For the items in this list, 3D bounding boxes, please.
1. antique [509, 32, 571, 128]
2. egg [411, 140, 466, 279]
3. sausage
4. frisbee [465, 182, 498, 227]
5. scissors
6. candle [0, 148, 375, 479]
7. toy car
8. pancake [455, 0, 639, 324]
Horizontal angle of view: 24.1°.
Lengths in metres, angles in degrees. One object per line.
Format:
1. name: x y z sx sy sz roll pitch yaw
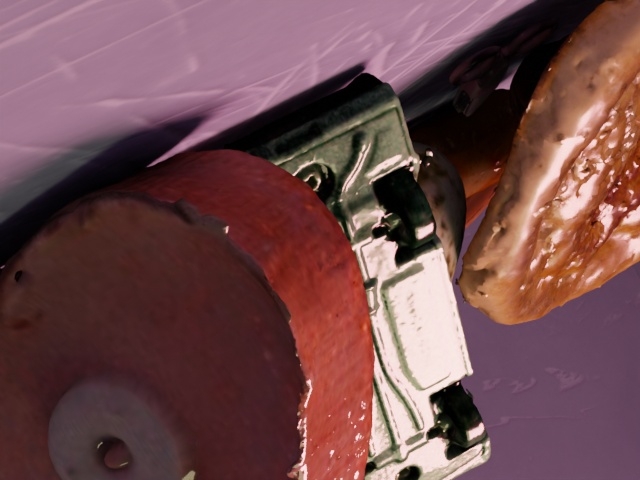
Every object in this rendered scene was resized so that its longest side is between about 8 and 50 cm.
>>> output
1. antique: 0.199 -0.112 1.194 0.104 0.104 0.104 -28 176 -2
2. egg: 0.009 0.020 1.091 0.231 0.169 0.169 -43 177 -2
3. sausage: 0.051 -0.041 1.274 0.302 0.076 0.103 -27 -176 5
4. frisbee: 0.104 -0.029 1.603 0.251 0.021 0.251 -36 -165 11
5. scissors: 0.121 -0.120 1.102 0.085 0.022 0.176 -29 174 -10
6. candle: -0.084 0.109 0.818 0.317 0.287 0.131 -34 179 34
7. toy car: 0.019 0.048 0.946 0.141 0.320 0.097 -28 -140 -12
8. pancake: 0.233 -0.080 1.105 0.356 0.065 0.356 -37 150 -25
